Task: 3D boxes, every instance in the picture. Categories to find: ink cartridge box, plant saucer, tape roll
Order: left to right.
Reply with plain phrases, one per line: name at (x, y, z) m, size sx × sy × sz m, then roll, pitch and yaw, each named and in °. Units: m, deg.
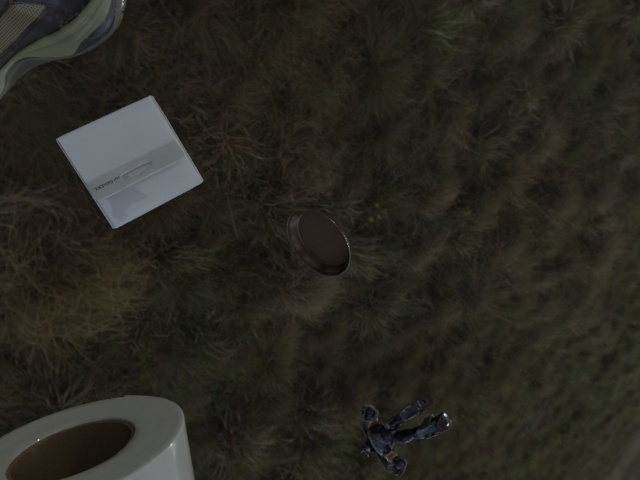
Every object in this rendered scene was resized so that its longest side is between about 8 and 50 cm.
tape roll at (-0.267, 0.312, 0.524) m, size 0.246 × 0.246 × 0.169 m, roll -11°, pitch 97°, yaw -36°
ink cartridge box at (-0.181, -0.074, 0.449) m, size 0.092 × 0.143 × 0.090 m, roll -32°, pitch 104°, yaw -14°
plant saucer at (0.000, 0.000, 0.983) m, size 0.029 × 0.168 × 0.168 m, roll -41°, pitch 137°, yaw -40°

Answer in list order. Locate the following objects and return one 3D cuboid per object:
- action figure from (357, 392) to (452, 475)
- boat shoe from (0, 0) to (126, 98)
action figure at (0.185, 0.482, 1.152) m, size 0.099 × 0.185 × 0.285 m, roll -21°, pitch 159°, yaw -52°
boat shoe at (-0.373, -0.247, 0.492) m, size 0.355 × 0.132 × 0.130 m, roll -17°, pitch 154°, yaw 20°
